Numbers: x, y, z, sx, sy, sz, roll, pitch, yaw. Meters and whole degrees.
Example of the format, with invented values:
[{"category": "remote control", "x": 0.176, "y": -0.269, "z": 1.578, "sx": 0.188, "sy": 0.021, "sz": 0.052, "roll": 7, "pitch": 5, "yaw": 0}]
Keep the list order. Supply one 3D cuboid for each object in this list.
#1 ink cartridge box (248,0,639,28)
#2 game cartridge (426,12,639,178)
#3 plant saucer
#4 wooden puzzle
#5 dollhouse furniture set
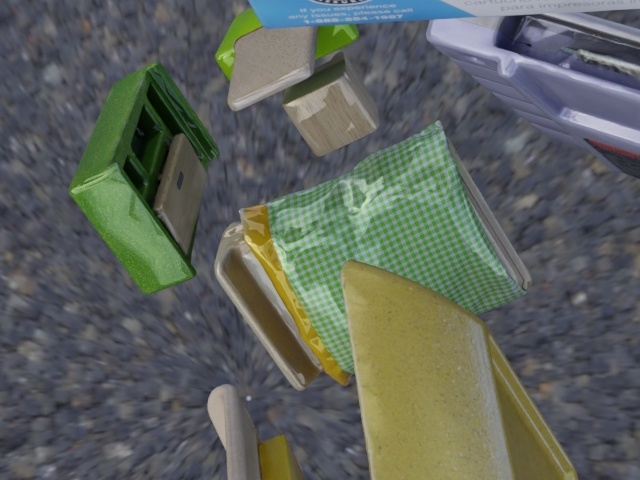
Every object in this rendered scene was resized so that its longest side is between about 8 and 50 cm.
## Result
[{"category": "ink cartridge box", "x": 0.044, "y": -0.224, "z": 0.726, "sx": 0.198, "sy": 0.270, "sz": 0.197, "roll": -2, "pitch": 74, "yaw": 11}, {"category": "game cartridge", "x": 0.262, "y": -0.063, "z": 1.191, "sx": 0.355, "sy": 0.230, "sz": 0.068, "roll": 21, "pitch": 83, "yaw": 31}, {"category": "plant saucer", "x": 0.125, "y": 0.212, "z": 1.251, "sx": 0.081, "sy": 0.333, "sz": 0.333, "roll": -18, "pitch": 53, "yaw": 13}, {"category": "wooden puzzle", "x": -0.003, "y": 0.217, "z": 1.167, "sx": 0.044, "sy": 0.239, "sz": 0.221, "roll": -25, "pitch": 108, "yaw": -1}, {"category": "dollhouse furniture set", "x": 0.000, "y": 0.000, "z": 1.315, "sx": 0.197, "sy": 0.151, "sz": 0.301, "roll": -24, "pitch": 119, "yaw": 19}]
